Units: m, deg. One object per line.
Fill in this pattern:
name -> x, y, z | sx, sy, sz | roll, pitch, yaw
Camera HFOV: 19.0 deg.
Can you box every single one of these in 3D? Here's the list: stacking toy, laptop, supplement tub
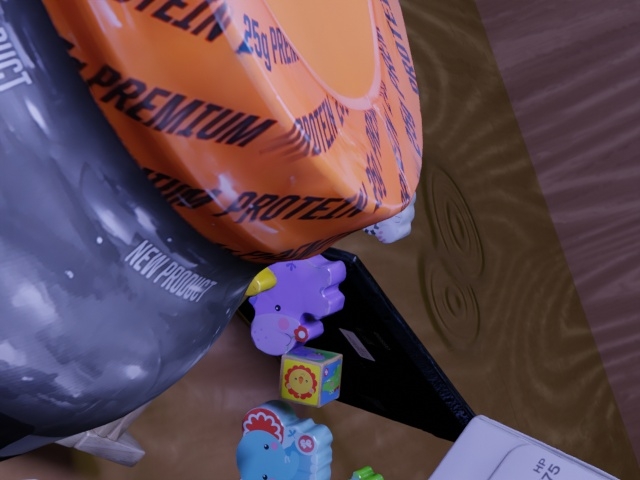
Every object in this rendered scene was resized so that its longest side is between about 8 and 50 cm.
stacking toy -> -0.018, 0.069, 0.913 | 0.167, 0.052, 0.221 | -16, 113, -63
laptop -> 0.000, 0.000, 1.287 | 0.136, 0.264, 0.234 | -58, 138, -19
supplement tub -> -0.160, -0.026, 0.461 | 0.207, 0.338, 0.207 | -20, 90, -74

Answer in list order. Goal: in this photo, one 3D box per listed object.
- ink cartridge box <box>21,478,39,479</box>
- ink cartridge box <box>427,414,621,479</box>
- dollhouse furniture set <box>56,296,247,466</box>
ink cartridge box -> -0.163, 0.170, 0.660 | 0.212, 0.093, 0.154 | 14, 59, -69
ink cartridge box -> 0.162, 0.287, 1.233 | 0.198, 0.197, 0.270 | -52, 137, -15
dollhouse furniture set -> -0.133, -0.002, 0.964 | 0.184, 0.129, 0.129 | 45, 4, 27
